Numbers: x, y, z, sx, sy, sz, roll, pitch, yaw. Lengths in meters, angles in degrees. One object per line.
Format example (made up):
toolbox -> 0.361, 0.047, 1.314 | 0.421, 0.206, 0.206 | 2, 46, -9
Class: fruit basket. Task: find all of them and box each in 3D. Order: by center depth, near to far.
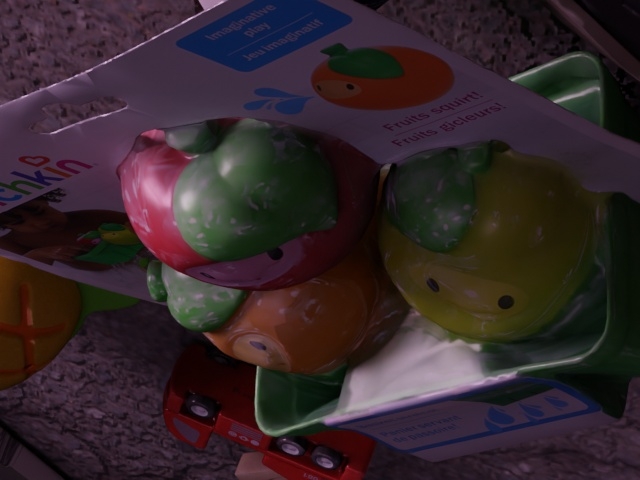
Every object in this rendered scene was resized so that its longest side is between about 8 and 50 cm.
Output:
fruit basket -> 0.000, 0.000, 0.896 | 0.353, 0.165, 0.327 | 14, 156, -43

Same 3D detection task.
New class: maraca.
maraca -> -0.197, 0.034, 1.177 | 0.186, 0.099, 0.127 | -25, 137, 15

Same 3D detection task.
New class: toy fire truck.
toy fire truck -> -0.018, 0.147, 1.270 | 0.192, 0.047, 0.135 | 22, 146, 0

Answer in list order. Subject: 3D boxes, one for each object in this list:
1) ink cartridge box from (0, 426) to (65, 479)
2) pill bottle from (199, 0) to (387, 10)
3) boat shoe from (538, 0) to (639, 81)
ink cartridge box -> -0.325, 0.192, 1.430 | 0.198, 0.114, 0.273 | -15, 131, 41
pill bottle -> 0.010, -0.150, 0.822 | 0.094, 0.094, 0.169 | 32, 145, -15
boat shoe -> 0.153, -0.104, 0.859 | 0.206, 0.075, 0.065 | 37, 99, -13
